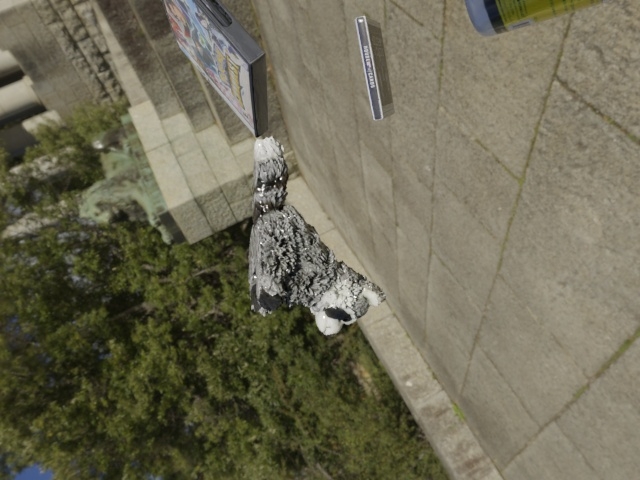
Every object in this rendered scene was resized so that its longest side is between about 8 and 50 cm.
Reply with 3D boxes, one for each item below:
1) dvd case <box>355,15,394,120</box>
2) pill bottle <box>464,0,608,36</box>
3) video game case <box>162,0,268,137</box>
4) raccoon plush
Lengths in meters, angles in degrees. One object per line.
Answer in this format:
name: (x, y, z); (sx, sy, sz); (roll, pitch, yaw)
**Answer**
dvd case: (0.143, -0.433, 1.222); (0.179, 0.030, 0.238); (-46, -53, -64)
pill bottle: (0.370, -0.421, 0.655); (0.188, 0.334, 0.187); (16, -109, -56)
video game case: (-0.178, -0.321, 0.805); (0.248, 0.035, 0.275); (50, 170, 4)
raccoon plush: (0.000, 0.000, 1.094); (0.216, 0.299, 0.446); (-132, 45, -68)
